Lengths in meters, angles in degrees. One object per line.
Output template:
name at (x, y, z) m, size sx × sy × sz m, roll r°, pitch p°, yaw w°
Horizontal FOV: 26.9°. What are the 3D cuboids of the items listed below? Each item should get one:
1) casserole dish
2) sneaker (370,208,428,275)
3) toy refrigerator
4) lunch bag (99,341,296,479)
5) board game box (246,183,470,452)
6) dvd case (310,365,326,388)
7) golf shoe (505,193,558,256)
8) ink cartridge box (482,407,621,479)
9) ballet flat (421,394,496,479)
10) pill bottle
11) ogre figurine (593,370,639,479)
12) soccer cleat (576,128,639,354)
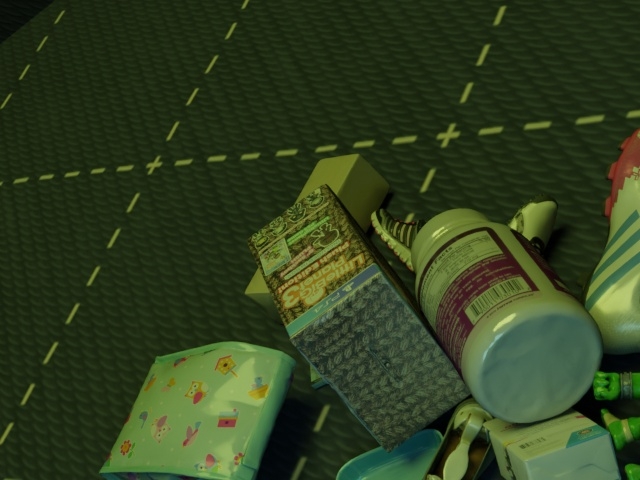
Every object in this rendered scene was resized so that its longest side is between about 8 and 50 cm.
casserole dish at (0.098, 0.317, 1.738) m, size 0.188 × 0.037 × 0.114 m, roll -26°, pitch 39°, yaw 20°
sneaker at (0.139, -0.005, 2.008) m, size 0.075 × 0.063 × 0.170 m, roll -42°, pitch 41°, yaw 1°
toy refrigerator at (0.000, 0.000, 2.107) m, size 0.102 × 0.094 × 0.270 m, roll -5°, pitch 48°, yaw 50°
lunch bag at (-0.154, 0.271, 1.920) m, size 0.262 × 0.160 × 0.223 m, roll -12°, pitch 44°, yaw 43°
board game box at (0.046, 0.097, 1.795) m, size 0.141 × 0.232 × 0.291 m, roll -37°, pitch 29°, yaw 4°
dvd case at (0.022, 0.157, 1.991) m, size 0.087 × 0.013 × 0.119 m, roll -27°, pitch 39°, yaw 20°
golf shoe at (0.282, 0.031, 1.833) m, size 0.094 × 0.077 × 0.198 m, roll 29°, pitch 86°, yaw 50°
ink cartridge box at (0.267, 0.246, 1.571) m, size 0.104 × 0.062 × 0.181 m, roll -17°, pitch 8°, yaw -7°
ballet flat at (0.182, 0.257, 1.660) m, size 0.072 × 0.068 × 0.213 m, roll 23°, pitch 49°, yaw 12°
pill bottle at (0.216, 0.080, 1.664) m, size 0.169 × 0.169 × 0.301 m, roll -38°, pitch 30°, yaw 6°
ogre figurine at (0.390, 0.229, 1.495) m, size 0.118 × 0.097 × 0.197 m, roll -19°, pitch 50°, yaw 5°
soccer cleat at (0.425, 0.002, 1.706) m, size 0.143 × 0.116 × 0.331 m, roll 4°, pitch 60°, yaw 32°
